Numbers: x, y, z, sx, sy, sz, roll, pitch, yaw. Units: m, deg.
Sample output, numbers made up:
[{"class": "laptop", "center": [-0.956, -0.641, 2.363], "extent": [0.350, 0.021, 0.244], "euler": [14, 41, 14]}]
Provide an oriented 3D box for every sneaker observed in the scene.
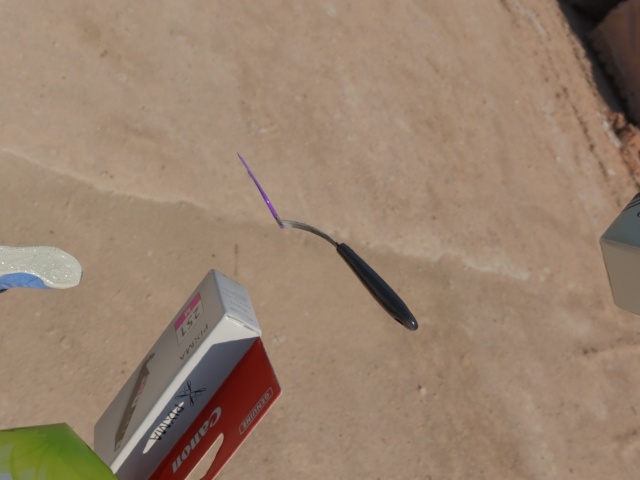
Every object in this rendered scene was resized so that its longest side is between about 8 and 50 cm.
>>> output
[{"class": "sneaker", "center": [-0.410, 0.042, 1.054], "extent": [0.152, 0.084, 0.058], "euler": [8, 69, -44]}]

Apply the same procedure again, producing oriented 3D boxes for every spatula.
[{"class": "spatula", "center": [0.000, 0.000, 0.861], "extent": [0.296, 0.030, 0.084], "euler": [40, -10, 24]}]

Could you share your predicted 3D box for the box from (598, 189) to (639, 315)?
[{"class": "box", "center": [0.372, -0.046, 0.680], "extent": [0.275, 0.113, 0.094], "euler": [-45, 129, -21]}]

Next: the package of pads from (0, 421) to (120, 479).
[{"class": "package of pads", "center": [-0.263, 0.293, 0.713], "extent": [0.296, 0.101, 0.229], "euler": [31, 10, 32]}]

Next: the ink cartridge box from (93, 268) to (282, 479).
[{"class": "ink cartridge box", "center": [-0.168, 0.198, 0.897], "extent": [0.060, 0.275, 0.239], "euler": [33, 10, -24]}]
